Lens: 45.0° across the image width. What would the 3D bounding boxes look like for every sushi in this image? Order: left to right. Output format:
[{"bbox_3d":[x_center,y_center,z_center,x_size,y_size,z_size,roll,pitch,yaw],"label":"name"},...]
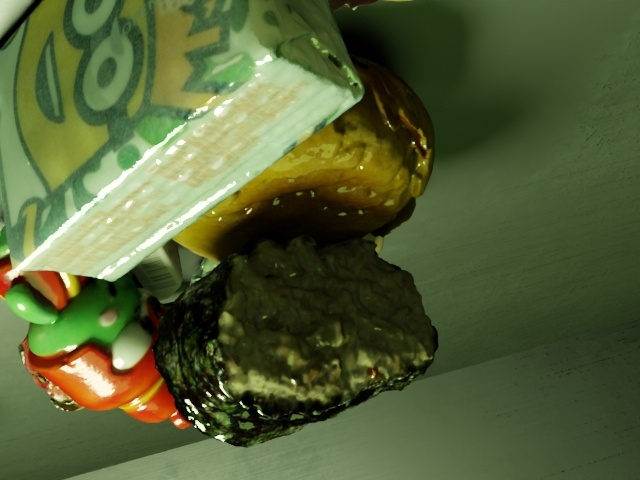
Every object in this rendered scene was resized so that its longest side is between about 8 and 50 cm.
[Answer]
[{"bbox_3d":[-0.014,0.105,0.889,0.350,0.210,0.171,3,148,-43],"label":"sushi"}]

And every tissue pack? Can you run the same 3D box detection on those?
[{"bbox_3d":[-0.135,-0.135,0.626,0.311,0.227,0.128,-33,151,31],"label":"tissue pack"}]

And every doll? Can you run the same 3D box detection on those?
[{"bbox_3d":[-0.282,0.123,0.994,0.160,0.182,0.363,-34,115,12],"label":"doll"}]

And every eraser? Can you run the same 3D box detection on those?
[{"bbox_3d":[-0.232,-0.017,0.995,0.061,0.089,0.352,-14,156,-3],"label":"eraser"}]

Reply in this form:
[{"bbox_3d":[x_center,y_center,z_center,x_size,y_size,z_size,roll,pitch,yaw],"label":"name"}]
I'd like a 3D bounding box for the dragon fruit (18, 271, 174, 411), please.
[{"bbox_3d":[-0.314,0.148,1.173,0.269,0.198,0.200,-5,-163,-22],"label":"dragon fruit"}]

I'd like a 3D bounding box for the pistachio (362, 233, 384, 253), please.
[{"bbox_3d":[0.000,0.000,1.150,0.210,0.130,0.165,-43,108,13],"label":"pistachio"}]

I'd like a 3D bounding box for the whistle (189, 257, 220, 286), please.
[{"bbox_3d":[-0.131,0.076,1.292,0.236,0.077,0.113,11,105,-52],"label":"whistle"}]

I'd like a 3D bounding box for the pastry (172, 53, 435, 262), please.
[{"bbox_3d":[-0.036,-0.080,0.901,0.356,0.163,0.356,-13,160,-5],"label":"pastry"}]

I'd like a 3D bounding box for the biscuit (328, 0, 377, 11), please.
[{"bbox_3d":[0.034,-0.284,0.608,0.106,0.070,0.252,-16,157,-2],"label":"biscuit"}]
